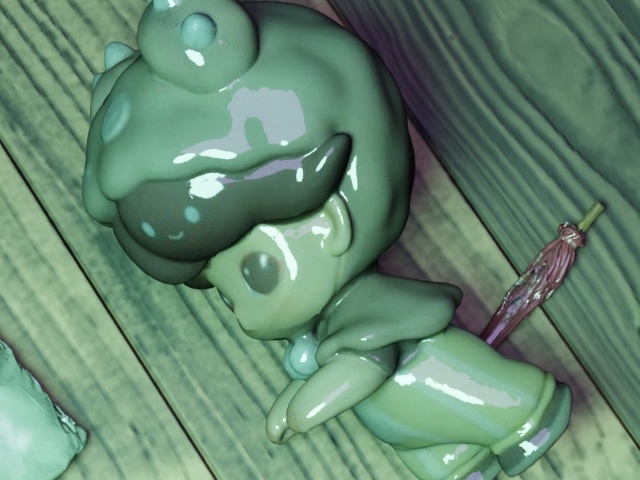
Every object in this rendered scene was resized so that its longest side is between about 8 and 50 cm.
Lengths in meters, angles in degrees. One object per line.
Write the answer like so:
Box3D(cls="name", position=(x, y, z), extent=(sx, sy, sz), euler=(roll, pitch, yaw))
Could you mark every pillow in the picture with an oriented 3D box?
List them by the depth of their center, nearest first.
Box3D(cls="pillow", position=(-0.270, 0.091, 1.250), extent=(0.128, 0.051, 0.229), euler=(-41, 81, -20))

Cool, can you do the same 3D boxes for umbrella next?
Box3D(cls="umbrella", position=(0.140, 0.036, 1.298), extent=(0.027, 0.025, 0.165), euler=(42, 78, -13))

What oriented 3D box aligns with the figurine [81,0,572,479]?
Box3D(cls="figurine", position=(0.000, 0.001, 1.209), extent=(0.203, 0.248, 0.380), euler=(-40, 91, -17))
